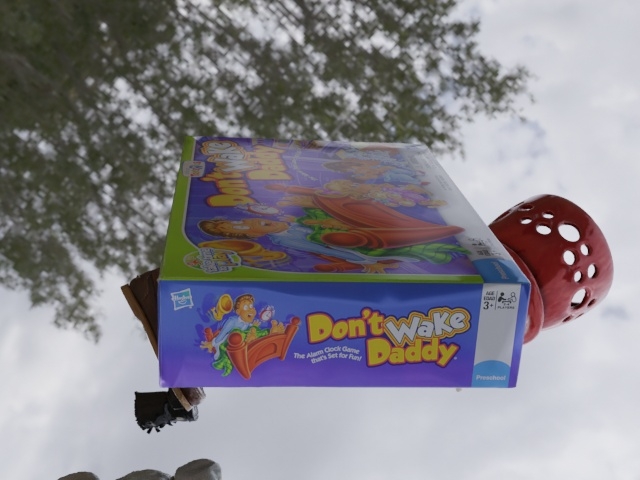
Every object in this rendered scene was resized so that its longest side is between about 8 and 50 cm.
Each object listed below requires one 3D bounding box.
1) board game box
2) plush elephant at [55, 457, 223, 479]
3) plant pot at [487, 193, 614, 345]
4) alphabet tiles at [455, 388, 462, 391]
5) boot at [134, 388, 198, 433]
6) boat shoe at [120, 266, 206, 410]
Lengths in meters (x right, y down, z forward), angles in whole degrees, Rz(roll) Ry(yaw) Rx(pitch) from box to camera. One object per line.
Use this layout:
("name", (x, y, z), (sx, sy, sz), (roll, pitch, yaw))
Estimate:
("board game box", (0.000, 0.000, 0.750), (0.347, 0.233, 0.078), (-105, -163, -69))
("plush elephant", (-0.215, 0.399, 1.147), (0.272, 0.330, 0.255), (-1, -119, 20))
("plant pot", (0.296, 0.047, 1.372), (0.174, 0.191, 0.191), (-24, -163, -29))
("alphabet tiles", (0.139, 0.049, 1.250), (0.021, 0.284, 0.278), (-15, -130, 6))
("boot", (-0.259, 0.254, 1.555), (0.099, 0.121, 0.045), (-9, -176, 9))
("boat shoe", (-0.203, 0.130, 1.297), (0.073, 0.073, 0.207), (-27, -108, -8))
